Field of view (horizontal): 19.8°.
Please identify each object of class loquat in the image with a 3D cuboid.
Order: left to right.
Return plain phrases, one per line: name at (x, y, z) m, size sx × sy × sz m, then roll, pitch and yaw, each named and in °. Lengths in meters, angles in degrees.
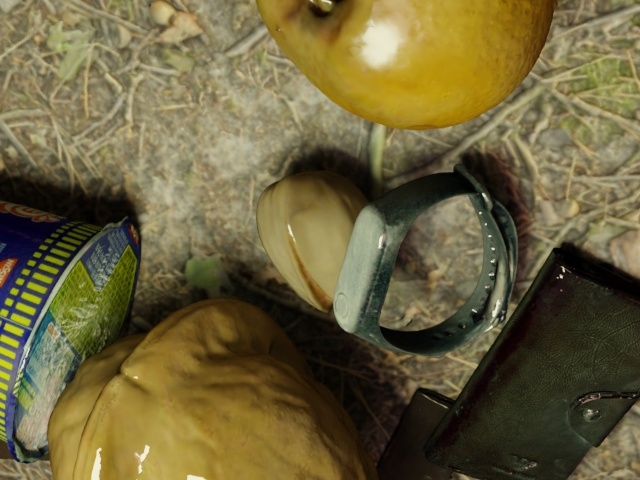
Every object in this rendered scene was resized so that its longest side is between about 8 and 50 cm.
loquat at (0.087, -0.237, 1.626) m, size 0.275 × 0.275 × 0.274 m, roll 8°, pitch 126°, yaw 11°

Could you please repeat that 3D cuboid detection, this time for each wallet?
wallet at (0.120, 0.237, 2.093) m, size 0.082 × 0.018 × 0.156 m, roll 22°, pitch 127°, yaw 1°
wallet at (0.250, 0.157, 1.977) m, size 0.172 × 0.045 × 0.318 m, roll 24°, pitch 125°, yaw -10°

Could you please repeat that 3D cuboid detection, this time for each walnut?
walnut at (-0.111, 0.251, 1.946) m, size 0.384 × 0.383 × 0.383 m, roll 8°, pitch 126°, yaw 11°

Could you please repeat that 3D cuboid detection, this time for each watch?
watch at (0.115, 0.022, 1.864) m, size 0.193 × 0.068 × 0.206 m, roll -3°, pitch 121°, yaw -29°

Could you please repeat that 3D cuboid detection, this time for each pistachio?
pistachio at (0.000, 0.000, 1.895) m, size 0.124 × 0.124 × 0.185 m, roll -13°, pitch 124°, yaw 23°

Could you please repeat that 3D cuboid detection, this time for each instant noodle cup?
instant noodle cup at (-0.396, 0.054, 1.977) m, size 0.312 × 0.284 × 0.284 m, roll 22°, pitch 128°, yaw 11°

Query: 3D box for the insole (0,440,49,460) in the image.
insole at (-0.370, 0.229, 2.235) m, size 0.328 × 0.007 × 0.111 m, roll 8°, pitch 127°, yaw 11°
